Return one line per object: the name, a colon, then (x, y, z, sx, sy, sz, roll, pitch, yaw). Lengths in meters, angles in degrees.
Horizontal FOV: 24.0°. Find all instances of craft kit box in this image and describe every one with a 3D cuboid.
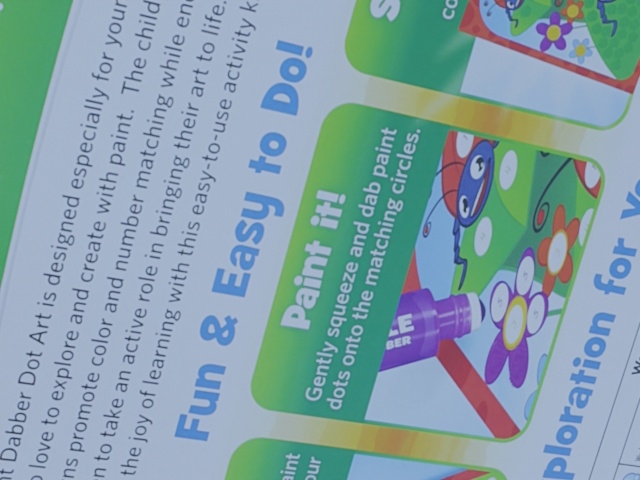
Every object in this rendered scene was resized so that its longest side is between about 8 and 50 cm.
craft kit box: (0.000, 0.000, 0.356, 0.247, 0.061, 0.249, 11, 102, -26)
